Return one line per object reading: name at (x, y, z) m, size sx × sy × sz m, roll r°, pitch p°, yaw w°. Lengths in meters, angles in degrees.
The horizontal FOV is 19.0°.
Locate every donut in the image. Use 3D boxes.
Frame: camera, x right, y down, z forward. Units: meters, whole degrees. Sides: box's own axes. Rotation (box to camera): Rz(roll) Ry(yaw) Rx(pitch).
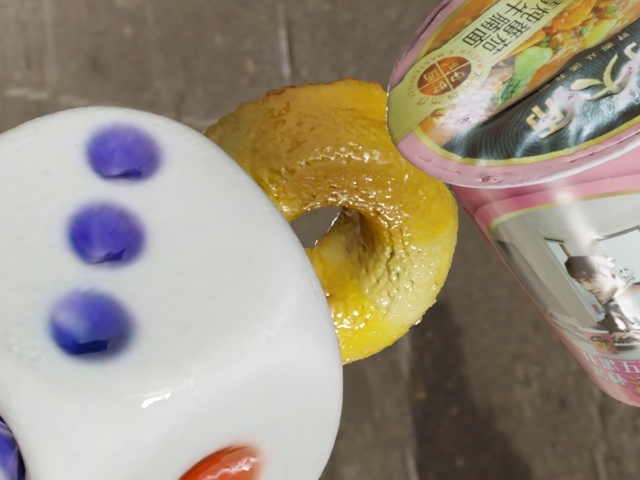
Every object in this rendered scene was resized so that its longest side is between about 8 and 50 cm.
donut at (0.000, 0.000, 1.765) m, size 0.110 × 0.303 × 0.303 m, roll -115°, pitch 29°, yaw -46°

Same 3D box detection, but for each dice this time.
dice at (-0.171, 0.101, 1.524) m, size 0.304 × 0.277 × 0.304 m, roll 45°, pitch 149°, yaw 31°

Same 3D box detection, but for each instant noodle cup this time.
instant noodle cup at (0.191, -0.033, 1.171) m, size 0.244 × 0.244 × 0.255 m, roll 45°, pitch 169°, yaw 53°
